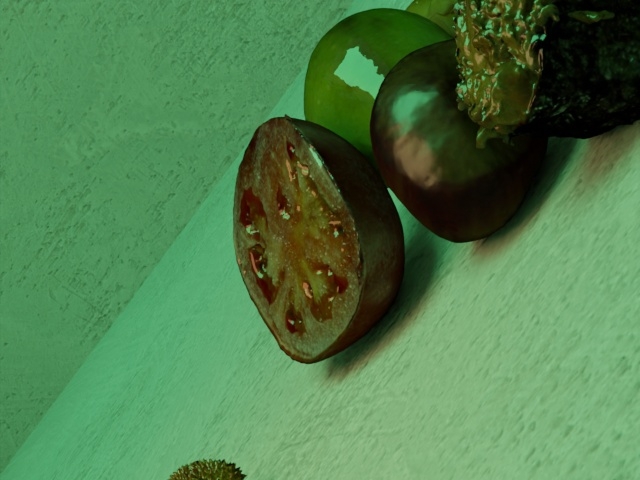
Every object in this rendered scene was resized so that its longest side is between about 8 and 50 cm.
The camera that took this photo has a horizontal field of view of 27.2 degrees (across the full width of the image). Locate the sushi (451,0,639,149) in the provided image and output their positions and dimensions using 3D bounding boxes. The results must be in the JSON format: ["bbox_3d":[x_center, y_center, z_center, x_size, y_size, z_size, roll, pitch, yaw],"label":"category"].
[{"bbox_3d":[0.253,-0.281,1.430,0.234,0.208,0.348,131,137,-63],"label":"sushi"}]

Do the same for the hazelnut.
[{"bbox_3d":[0.167,-0.115,1.589,0.217,0.217,0.251,-43,40,43],"label":"hazelnut"}]

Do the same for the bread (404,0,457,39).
[{"bbox_3d":[0.238,-0.382,2.166,0.167,0.132,0.294,-49,9,-14],"label":"bread"}]

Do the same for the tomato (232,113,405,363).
[{"bbox_3d":[0.011,-0.005,1.783,0.338,0.144,0.338,19,113,57],"label":"tomato"}]

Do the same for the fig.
[{"bbox_3d":[0.115,-0.193,1.864,0.258,0.258,0.326,-54,29,2],"label":"fig"}]

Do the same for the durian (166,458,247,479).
[{"bbox_3d":[-0.156,0.353,1.681,0.158,0.137,0.168,-29,29,16],"label":"durian"}]
